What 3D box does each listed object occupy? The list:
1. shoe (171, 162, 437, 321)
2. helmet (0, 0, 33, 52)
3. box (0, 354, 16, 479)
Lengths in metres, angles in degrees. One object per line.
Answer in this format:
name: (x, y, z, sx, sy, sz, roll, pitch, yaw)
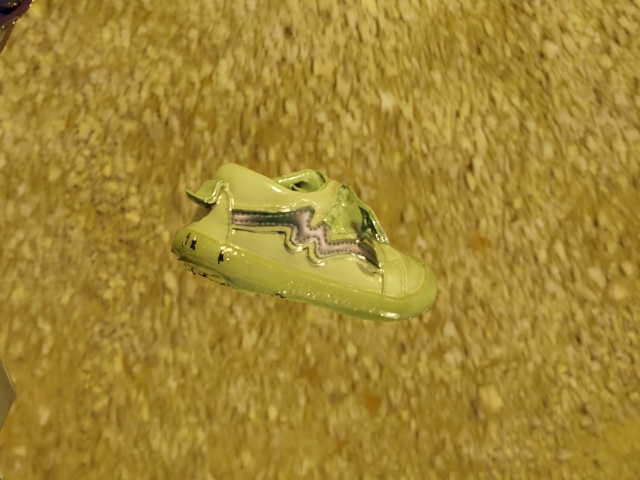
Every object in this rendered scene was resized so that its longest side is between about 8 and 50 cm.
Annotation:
shoe: (-0.002, 0.007, 1.236, 0.262, 0.140, 0.128, 9, 110, -30)
helmet: (-0.161, -0.159, 0.713, 0.070, 0.098, 0.123, 38, 106, -13)
box: (-0.383, 0.102, 1.051, 0.291, 0.166, 0.220, 16, 145, 20)
